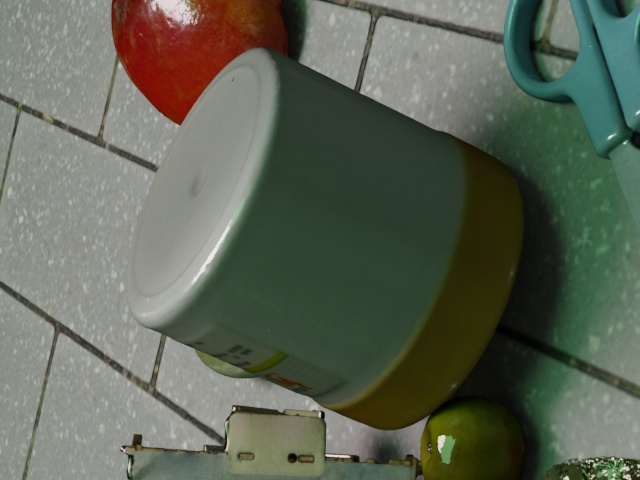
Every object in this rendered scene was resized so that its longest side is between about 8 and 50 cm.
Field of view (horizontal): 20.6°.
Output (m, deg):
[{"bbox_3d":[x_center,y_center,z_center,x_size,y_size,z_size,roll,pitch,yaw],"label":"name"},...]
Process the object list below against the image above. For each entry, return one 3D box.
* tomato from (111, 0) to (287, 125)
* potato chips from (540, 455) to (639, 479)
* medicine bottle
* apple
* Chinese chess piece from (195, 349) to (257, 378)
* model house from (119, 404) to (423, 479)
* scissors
[{"bbox_3d":[-0.133,-0.223,1.751,0.200,0.140,0.233,-52,44,46],"label":"tomato"},{"bbox_3d":[0.186,0.225,1.274,0.209,0.026,0.142,-2,83,57],"label":"potato chips"},{"bbox_3d":[0.000,0.000,1.366,0.238,0.232,0.238,-50,25,35],"label":"medicine bottle"},{"bbox_3d":[0.115,0.163,1.350,0.089,0.074,0.089,-173,90,-78],"label":"apple"},{"bbox_3d":[-0.069,0.059,1.666,0.144,0.058,0.144,-22,63,52],"label":"Chinese chess piece"},{"bbox_3d":[-0.040,0.229,1.477,0.206,0.271,0.178,79,-169,-81],"label":"model house"},{"bbox_3d":[0.234,-0.049,1.256,0.192,0.029,0.447,-44,48,43],"label":"scissors"}]
